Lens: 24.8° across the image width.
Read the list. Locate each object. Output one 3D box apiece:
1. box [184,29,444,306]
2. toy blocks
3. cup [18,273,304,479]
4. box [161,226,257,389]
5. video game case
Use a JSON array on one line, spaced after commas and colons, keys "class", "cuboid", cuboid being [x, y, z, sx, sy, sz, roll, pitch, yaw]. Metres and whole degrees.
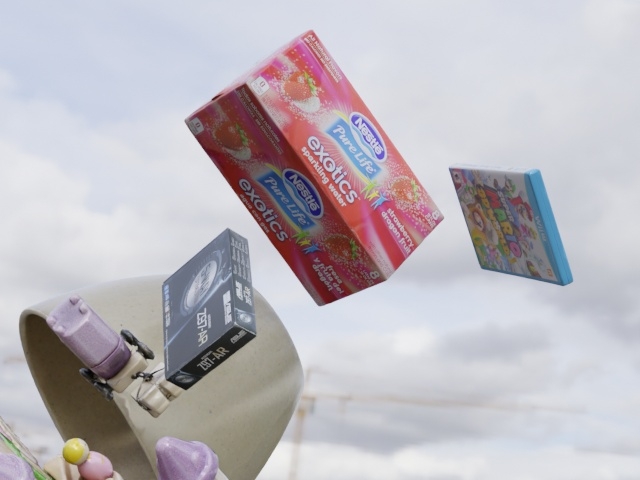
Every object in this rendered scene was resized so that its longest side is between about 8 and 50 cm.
[{"class": "box", "cuboid": [-0.005, -0.075, 1.549, 0.122, 0.128, 0.257, -24, -75, 48]}, {"class": "toy blocks", "cuboid": [-0.270, 0.169, 1.226, 0.288, 0.309, 0.260, 32, -17, 47]}, {"class": "cup", "cuboid": [-0.160, 0.169, 1.680, 0.237, 0.331, 0.331, -30, 1, -25]}, {"class": "box", "cuboid": [-0.070, 0.043, 0.910, 0.018, 0.083, 0.067, 31, -56, -33]}, {"class": "video game case", "cuboid": [0.190, -0.019, 1.470, 0.015, 0.119, 0.166, -23, 13, -20]}]
